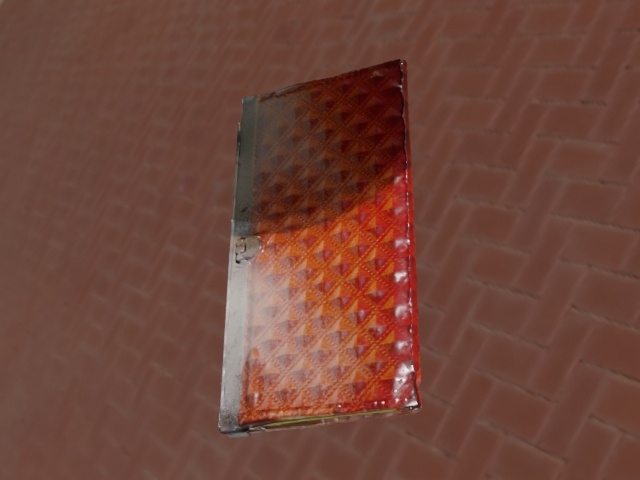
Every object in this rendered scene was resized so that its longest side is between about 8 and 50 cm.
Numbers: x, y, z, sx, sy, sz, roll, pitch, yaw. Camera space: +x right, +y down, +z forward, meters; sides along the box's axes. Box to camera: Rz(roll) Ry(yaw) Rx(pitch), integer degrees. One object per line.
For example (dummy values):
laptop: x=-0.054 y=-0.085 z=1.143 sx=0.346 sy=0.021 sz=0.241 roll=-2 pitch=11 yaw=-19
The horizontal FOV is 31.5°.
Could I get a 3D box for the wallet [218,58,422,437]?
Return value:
wallet: x=0.000 y=0.000 z=0.582 sx=0.103 sy=0.020 sz=0.196 roll=-10 pitch=61 yaw=20
